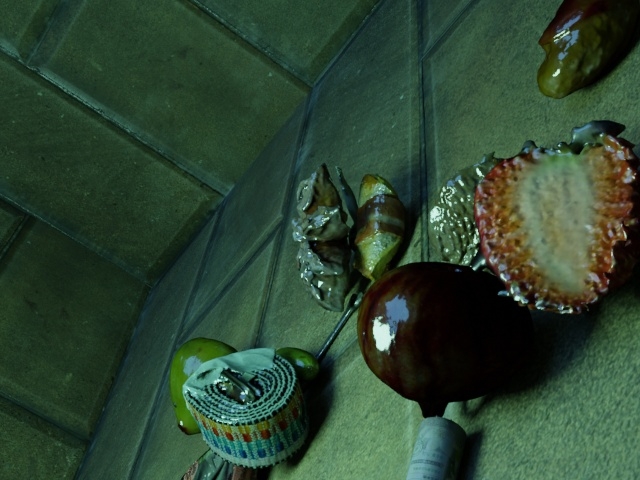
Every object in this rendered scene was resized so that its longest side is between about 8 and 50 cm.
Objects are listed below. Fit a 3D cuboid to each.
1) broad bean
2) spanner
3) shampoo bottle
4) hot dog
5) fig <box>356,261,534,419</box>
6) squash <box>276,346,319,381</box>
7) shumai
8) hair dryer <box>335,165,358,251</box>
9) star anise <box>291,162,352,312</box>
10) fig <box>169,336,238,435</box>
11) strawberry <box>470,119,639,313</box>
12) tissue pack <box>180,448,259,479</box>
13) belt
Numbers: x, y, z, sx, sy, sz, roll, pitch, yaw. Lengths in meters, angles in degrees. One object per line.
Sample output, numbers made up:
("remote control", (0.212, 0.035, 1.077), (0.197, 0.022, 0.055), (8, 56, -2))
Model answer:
("broad bean", (0.435, -0.340, 1.469), (0.229, 0.122, 0.156), (-52, 18, 3))
("spanner", (0.015, 0.212, 1.835), (0.255, 0.015, 0.054), (-56, 14, 1))
("shampoo bottle", (0.137, 0.335, 1.142), (0.072, 0.072, 0.214), (-37, 25, 50))
("hot dog", (0.128, -0.026, 1.823), (0.123, 0.093, 0.262), (-38, 41, 57))
("fig", (0.164, 0.128, 1.186), (0.235, 0.234, 0.215), (-18, 54, 65))
("squash", (-0.063, 0.254, 1.831), (0.066, 0.066, 0.252), (-61, 15, -14))
("shumai", (0.273, -0.052, 1.389), (0.206, 0.166, 0.175), (-43, -2, 37))
("hair dryer", (0.081, -0.079, 1.951), (0.067, 0.199, 0.167), (-15, 8, 18))
("star anise", (0.000, 0.002, 1.861), (0.331, 0.117, 0.332), (178, 90, -86))
("fig", (-0.280, 0.350, 2.106), (0.203, 0.203, 0.225), (-32, 22, 56))
("strawberry", (0.309, 0.002, 1.143), (0.233, 0.138, 0.307), (-13, 46, 31))
("tissue pack", (-0.219, 0.539, 1.701), (0.245, 0.123, 0.332), (-50, 17, 31))
("belt", (-0.135, 0.313, 1.694), (0.207, 0.150, 0.257), (-27, 29, -26))
